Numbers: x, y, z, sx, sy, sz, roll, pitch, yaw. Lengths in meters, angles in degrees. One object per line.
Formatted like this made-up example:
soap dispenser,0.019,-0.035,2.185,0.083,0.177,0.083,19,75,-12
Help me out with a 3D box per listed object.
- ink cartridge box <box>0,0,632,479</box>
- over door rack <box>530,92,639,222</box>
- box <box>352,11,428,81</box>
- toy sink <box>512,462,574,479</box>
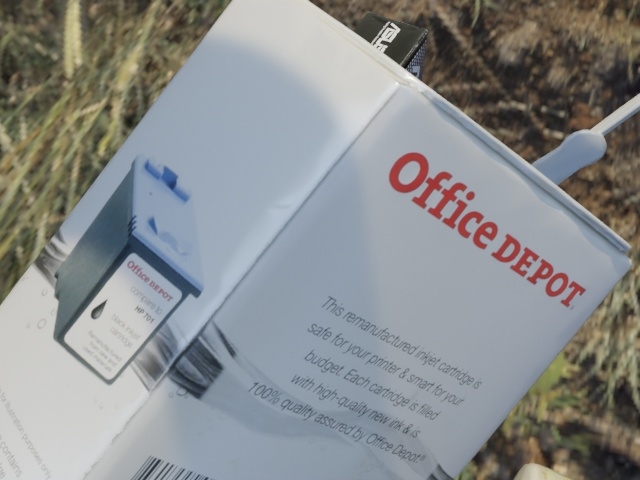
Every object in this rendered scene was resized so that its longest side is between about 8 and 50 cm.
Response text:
ink cartridge box,-0.015,0.037,0.413,0.191,0.082,0.139,-52,137,7
over door rack,0.277,-0.070,0.667,0.239,0.108,0.324,36,109,-31
box,0.000,0.000,0.750,0.045,0.184,0.191,22,136,17
toy sink,0.059,0.148,0.264,0.234,0.153,0.131,25,110,1
